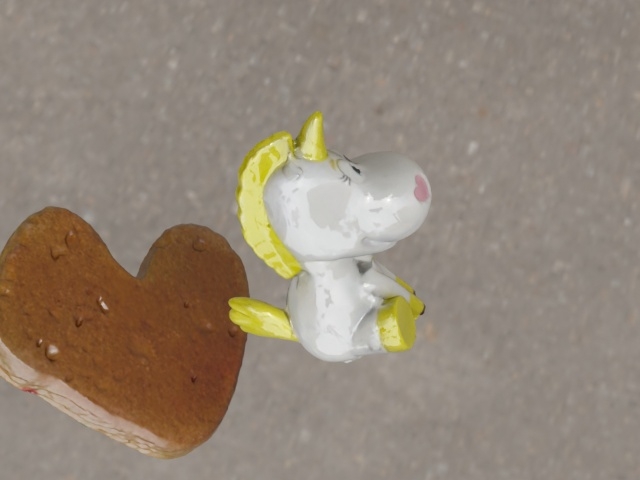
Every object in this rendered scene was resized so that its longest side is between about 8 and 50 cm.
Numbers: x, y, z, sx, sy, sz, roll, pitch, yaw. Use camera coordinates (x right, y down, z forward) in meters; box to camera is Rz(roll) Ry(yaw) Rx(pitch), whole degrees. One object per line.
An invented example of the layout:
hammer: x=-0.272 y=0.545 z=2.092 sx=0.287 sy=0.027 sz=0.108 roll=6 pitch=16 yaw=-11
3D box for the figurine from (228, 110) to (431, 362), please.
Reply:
figurine: x=0.008 y=-0.003 z=1.186 sx=0.129 sy=0.109 sz=0.178 roll=-4 pitch=124 yaw=-11

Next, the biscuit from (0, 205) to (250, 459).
biscuit: x=-0.192 y=0.066 z=1.738 sx=0.277 sy=0.262 sz=0.052 roll=30 pitch=137 yaw=-28
